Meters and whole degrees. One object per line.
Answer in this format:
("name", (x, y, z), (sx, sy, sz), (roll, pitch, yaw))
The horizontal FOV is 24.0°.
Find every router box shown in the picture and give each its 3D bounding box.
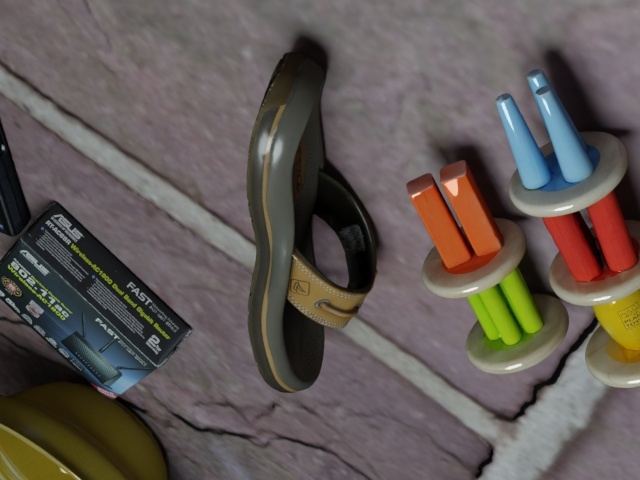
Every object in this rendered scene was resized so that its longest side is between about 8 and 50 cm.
("router box", (-0.153, 0.043, 0.981), (0.122, 0.038, 0.092), (43, 146, -6))

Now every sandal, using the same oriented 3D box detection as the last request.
("sandal", (0.000, 0.000, 0.759), (0.060, 0.090, 0.219), (8, 134, 6))

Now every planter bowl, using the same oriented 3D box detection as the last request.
("planter bowl", (-0.180, 0.169, 1.113), (0.217, 0.090, 0.217), (26, 146, 20))

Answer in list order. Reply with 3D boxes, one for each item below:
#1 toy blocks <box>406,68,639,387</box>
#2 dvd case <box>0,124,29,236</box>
("toy blocks", (0.089, -0.008, 0.667), (0.123, 0.054, 0.148), (2, 132, 43))
("dvd case", (-0.276, -0.121, 0.922), (0.180, 0.022, 0.253), (22, 143, 23))
